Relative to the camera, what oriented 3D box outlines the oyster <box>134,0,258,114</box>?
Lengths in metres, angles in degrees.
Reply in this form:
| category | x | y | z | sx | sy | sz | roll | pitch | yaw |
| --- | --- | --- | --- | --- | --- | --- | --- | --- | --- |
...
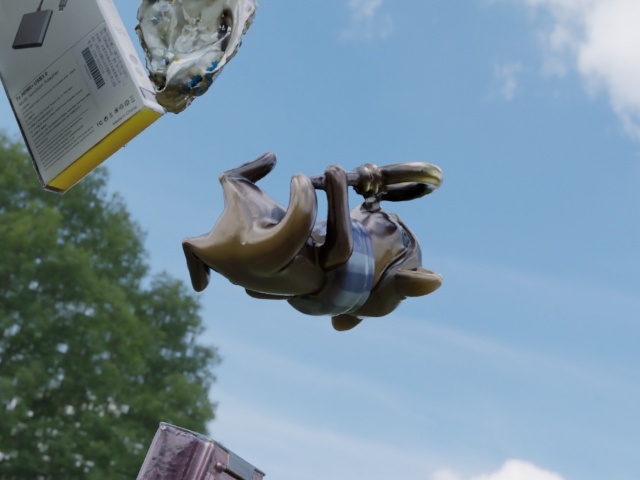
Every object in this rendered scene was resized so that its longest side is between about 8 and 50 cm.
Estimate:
| category | x | y | z | sx | sy | sz | roll | pitch | yaw |
| --- | --- | --- | --- | --- | --- | --- | --- | --- | --- |
| oyster | -0.178 | -0.319 | 1.552 | 0.222 | 0.214 | 0.083 | -13 | -13 | 27 |

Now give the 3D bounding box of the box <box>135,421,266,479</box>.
| category | x | y | z | sx | sy | sz | roll | pitch | yaw |
| --- | --- | --- | --- | --- | --- | --- | --- | --- | --- |
| box | -0.129 | 0.275 | 0.846 | 0.069 | 0.224 | 0.120 | 9 | -22 | 30 |

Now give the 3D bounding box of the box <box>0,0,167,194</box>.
| category | x | y | z | sx | sy | sz | roll | pitch | yaw |
| --- | --- | --- | --- | --- | --- | --- | --- | --- | --- |
| box | -0.237 | -0.177 | 0.932 | 0.129 | 0.247 | 0.033 | -34 | -23 | 19 |

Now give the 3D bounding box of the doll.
| category | x | y | z | sx | sy | sz | roll | pitch | yaw |
| --- | --- | --- | --- | --- | --- | --- | --- | --- | --- |
| doll | -0.001 | -0.004 | 1.469 | 0.339 | 0.209 | 0.318 | 17 | -43 | -32 |
